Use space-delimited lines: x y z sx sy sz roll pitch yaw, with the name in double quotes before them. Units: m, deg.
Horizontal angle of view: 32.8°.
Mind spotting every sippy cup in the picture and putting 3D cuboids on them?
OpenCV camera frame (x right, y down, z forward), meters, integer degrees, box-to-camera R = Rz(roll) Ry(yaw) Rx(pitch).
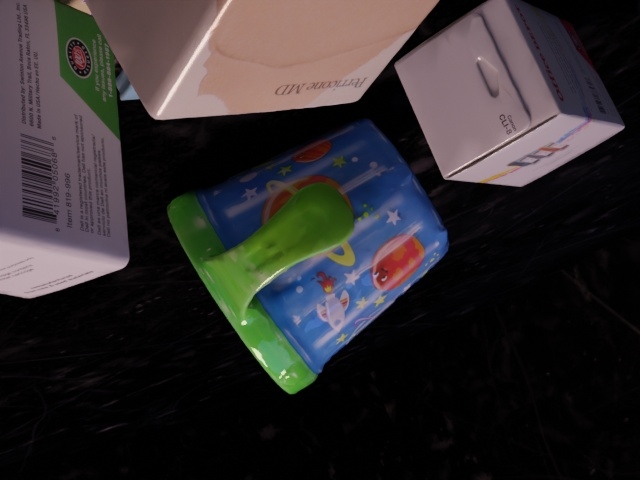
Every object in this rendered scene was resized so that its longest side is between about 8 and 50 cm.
"sippy cup" 0.000 0.000 1.104 0.224 0.240 0.305 -33 -150 0

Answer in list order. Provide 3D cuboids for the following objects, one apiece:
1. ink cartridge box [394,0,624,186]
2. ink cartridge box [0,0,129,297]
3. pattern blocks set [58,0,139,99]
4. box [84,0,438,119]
"ink cartridge box" 0.180 -0.136 1.026 0.127 0.128 0.176 -30 164 29
"ink cartridge box" -0.203 -0.063 0.545 0.087 0.153 0.208 -17 160 32
"pattern blocks set" -0.092 -0.174 0.652 0.285 0.026 0.325 -7 159 -48
"box" 0.020 -0.196 0.456 0.148 0.121 0.311 -13 154 -41
